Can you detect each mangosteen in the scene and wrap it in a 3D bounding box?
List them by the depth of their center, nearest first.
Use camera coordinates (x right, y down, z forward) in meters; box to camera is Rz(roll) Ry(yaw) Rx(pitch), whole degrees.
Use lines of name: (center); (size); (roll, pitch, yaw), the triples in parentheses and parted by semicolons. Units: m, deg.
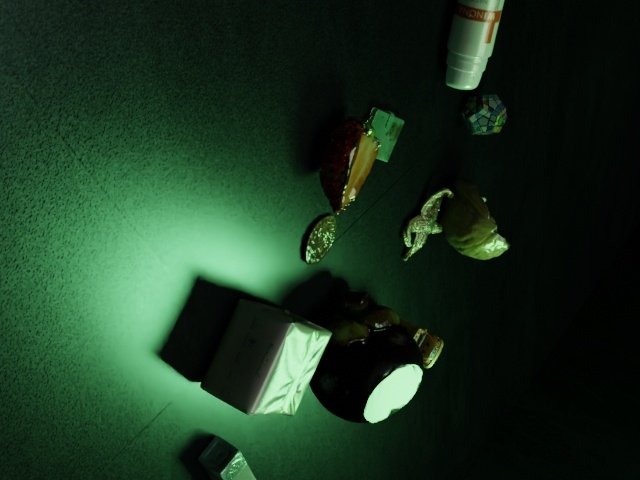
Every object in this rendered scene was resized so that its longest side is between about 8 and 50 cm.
mangosteen: (0.099, 0.264, 1.981); (0.288, 0.233, 0.287); (-18, 128, -24)

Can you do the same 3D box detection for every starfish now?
starfish: (0.255, -0.043, 2.195); (0.150, 0.053, 0.209); (14, 106, -48)

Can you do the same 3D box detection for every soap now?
soap: (-0.104, 0.231, 1.716); (0.182, 0.138, 0.199); (21, 94, -62)

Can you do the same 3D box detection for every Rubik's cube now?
Rubik's cube: (0.398, -0.305, 2.146); (0.093, 0.111, 0.111); (-71, 170, -58)

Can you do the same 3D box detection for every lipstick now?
lipstick: (-0.179, 0.529, 1.911); (0.066, 0.068, 0.317); (-50, 148, -25)

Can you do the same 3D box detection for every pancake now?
pancake: (0.001, 0.000, 1.831); (0.115, 0.011, 0.114); (-39, 143, -37)

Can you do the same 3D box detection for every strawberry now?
strawberry: (0.050, -0.159, 1.705); (0.140, 0.085, 0.192); (-46, 153, -43)

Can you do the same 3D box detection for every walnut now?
walnut: (0.390, -0.030, 2.273); (0.141, 0.204, 0.238); (-32, 142, 7)

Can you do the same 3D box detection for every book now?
book: (0.127, -0.222, 1.849); (0.135, 0.017, 0.103); (8, 107, -60)

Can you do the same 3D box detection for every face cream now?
face cream: (0.336, -0.488, 1.889); (0.102, 0.102, 0.345); (-25, 132, -49)

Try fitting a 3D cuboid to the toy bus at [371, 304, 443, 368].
toy bus: (0.198, 0.233, 2.156); (0.083, 0.195, 0.088); (-59, 148, -10)
